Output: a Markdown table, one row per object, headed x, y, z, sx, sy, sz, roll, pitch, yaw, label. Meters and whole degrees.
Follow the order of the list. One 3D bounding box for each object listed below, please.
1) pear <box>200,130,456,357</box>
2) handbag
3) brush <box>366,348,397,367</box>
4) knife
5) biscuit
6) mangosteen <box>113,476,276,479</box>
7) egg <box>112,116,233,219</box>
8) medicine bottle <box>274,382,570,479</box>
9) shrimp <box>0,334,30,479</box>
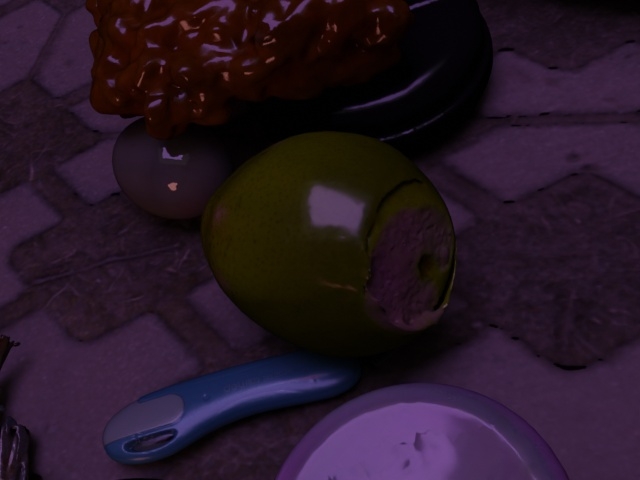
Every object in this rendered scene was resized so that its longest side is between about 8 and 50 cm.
| x | y | z | sx | sy | sz | roll | pitch | yaw | label |
| --- | --- | --- | --- | --- | --- | --- | --- | --- | --- |
| 0.000 | 0.000 | 0.697 | 0.220 | 0.187 | 0.187 | 8 | 54 | 51 | pear |
| 0.035 | -0.204 | 0.896 | 0.254 | 0.093 | 0.308 | -26 | 50 | -3 | handbag |
| 0.072 | 0.074 | 0.724 | 0.084 | 0.013 | 0.016 | -38 | 50 | -14 | brush |
| -0.073 | 0.135 | 0.716 | 0.222 | 0.031 | 0.064 | -17 | 46 | 1 | knife |
| -0.086 | -0.243 | 0.835 | 0.318 | 0.110 | 0.312 | -18 | 49 | 3 | biscuit |
| -0.079 | 0.233 | 0.533 | 0.231 | 0.231 | 0.289 | 22 | 42 | 31 | mangosteen |
| -0.147 | -0.074 | 0.851 | 0.135 | 0.103 | 0.103 | 18 | 62 | 35 | egg |
| 0.071 | 0.196 | 0.473 | 0.152 | 0.254 | 0.152 | -10 | 50 | 12 | medicine bottle |
| -0.296 | 0.187 | 0.741 | 0.126 | 0.047 | 0.223 | 7 | 62 | 15 | shrimp |
